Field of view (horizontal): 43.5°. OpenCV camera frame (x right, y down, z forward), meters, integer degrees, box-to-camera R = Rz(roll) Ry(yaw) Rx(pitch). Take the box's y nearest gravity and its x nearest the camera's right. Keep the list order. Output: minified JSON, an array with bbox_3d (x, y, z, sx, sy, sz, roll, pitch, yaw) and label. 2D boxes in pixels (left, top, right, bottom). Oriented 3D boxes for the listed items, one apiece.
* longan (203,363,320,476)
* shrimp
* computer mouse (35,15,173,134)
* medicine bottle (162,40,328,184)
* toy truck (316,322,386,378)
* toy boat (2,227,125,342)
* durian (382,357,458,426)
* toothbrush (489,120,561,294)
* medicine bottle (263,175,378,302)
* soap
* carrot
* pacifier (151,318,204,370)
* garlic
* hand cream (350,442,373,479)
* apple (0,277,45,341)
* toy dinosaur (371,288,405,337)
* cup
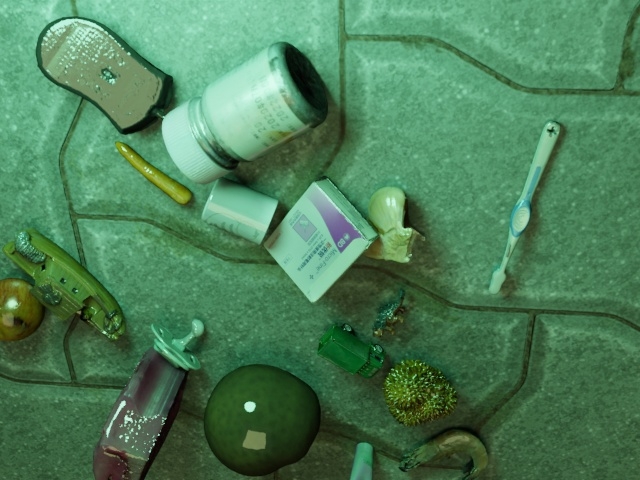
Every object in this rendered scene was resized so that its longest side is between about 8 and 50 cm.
[{"bbox_3d":[-0.132,0.403,1.799,0.258,0.258,0.258,4,123,6],"label":"longan"},{"bbox_3d":[0.300,0.532,1.937,0.219,0.046,0.152,-28,111,23],"label":"shrimp"},{"bbox_3d":[-0.388,-0.308,1.482,0.264,0.088,0.147,40,103,-16],"label":"computer mouse"},{"bbox_3d":[-0.136,-0.225,1.449,0.273,0.165,0.165,-27,115,24],"label":"medicine bottle"},{"bbox_3d":[0.072,0.244,1.767,0.147,0.079,0.065,32,121,-14],"label":"toy truck"},{"bbox_3d":[-0.553,0.105,1.752,0.089,0.121,0.321,-35,111,20],"label":"toy boat"},{"bbox_3d":[0.212,0.337,1.780,0.168,0.137,0.158,-30,94,39],"label":"durian"},{"bbox_3d":[0.390,-0.053,1.552,0.040,0.040,0.386,12,123,1],"label":"toothbrush"},{"bbox_3d":[0.000,0.000,1.597,0.171,0.052,0.201,50,123,13],"label":"medicine bottle"},{"bbox_3d":[-0.404,0.405,1.798,0.127,0.325,0.220,22,121,-1],"label":"soap"},{"bbox_3d":[-0.339,-0.135,1.614,0.190,0.037,0.037,37,120,-13],"label":"carrot"},{"bbox_3d":[-0.309,0.226,1.806,0.116,0.127,0.150,-43,102,3],"label":"pacifier"},{"bbox_3d":[0.139,-0.027,1.583,0.124,0.099,0.174,19,121,20],"label":"garlic"},{"bbox_3d":[0.099,0.560,1.906,0.076,0.174,0.047,41,119,-16],"label":"hand cream"},{"bbox_3d":[-0.692,0.158,1.800,0.146,0.146,0.146,4,123,6],"label":"apple"},{"bbox_3d":[0.149,0.159,1.719,0.055,0.049,0.154,23,128,-2],"label":"toy dinosaur"},{"bbox_3d":[-0.166,-0.045,1.607,0.133,0.099,0.136,23,122,-7],"label":"cup"}]
